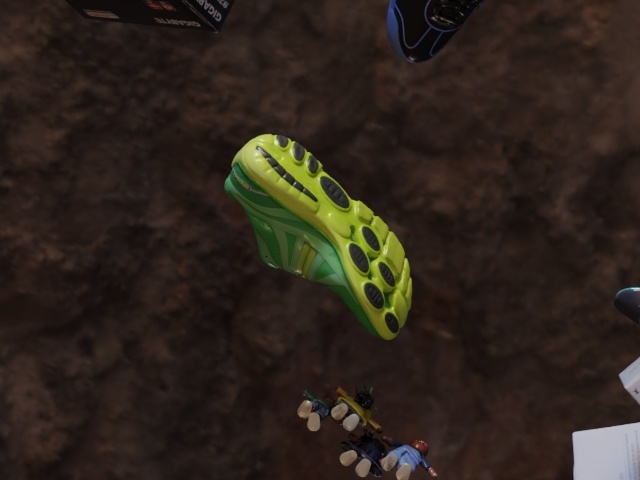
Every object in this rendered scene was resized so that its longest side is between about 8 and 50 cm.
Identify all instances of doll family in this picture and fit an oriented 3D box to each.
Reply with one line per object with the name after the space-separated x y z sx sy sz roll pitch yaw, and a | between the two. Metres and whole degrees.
0.061 0.241 1.724 0.076 0.193 0.111 -44 -11 11 | doll family

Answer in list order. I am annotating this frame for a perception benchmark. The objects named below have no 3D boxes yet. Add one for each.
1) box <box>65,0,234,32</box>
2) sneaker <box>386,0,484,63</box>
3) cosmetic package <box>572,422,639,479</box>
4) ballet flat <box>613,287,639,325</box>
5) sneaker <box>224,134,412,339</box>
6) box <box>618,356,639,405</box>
-0.221 -0.292 1.445 0.175 0.220 0.051 41 -111 -47 | box
0.139 -0.266 1.358 0.081 0.090 0.232 10 -59 -26 | sneaker
0.491 0.373 2.086 0.151 0.184 0.151 50 -144 -48 | cosmetic package
0.538 0.120 2.057 0.074 0.203 0.074 -168 90 -83 | ballet flat
0.000 0.000 1.693 0.109 0.295 0.123 -43 5 -42 | sneaker
0.492 0.203 1.943 0.101 0.102 0.087 -41 0 9 | box
